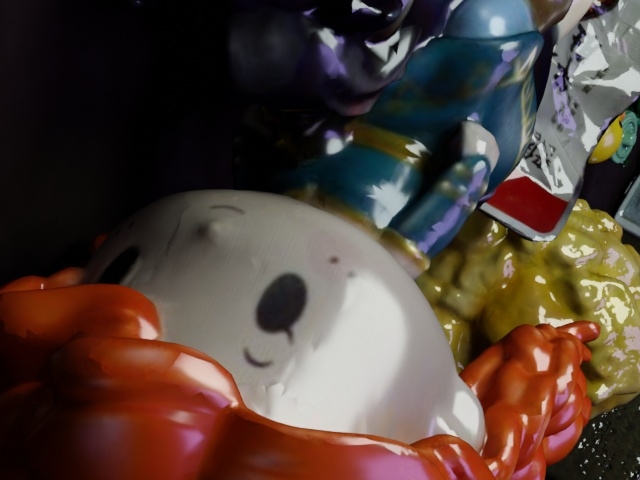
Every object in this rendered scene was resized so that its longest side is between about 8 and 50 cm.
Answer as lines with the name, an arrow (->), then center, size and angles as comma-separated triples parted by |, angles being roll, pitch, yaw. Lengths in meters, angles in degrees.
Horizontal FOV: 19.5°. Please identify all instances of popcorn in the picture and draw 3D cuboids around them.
popcorn -> 0.090, 0.035, 1.056 | 0.140, 0.194, 0.163 | 29, 45, -73

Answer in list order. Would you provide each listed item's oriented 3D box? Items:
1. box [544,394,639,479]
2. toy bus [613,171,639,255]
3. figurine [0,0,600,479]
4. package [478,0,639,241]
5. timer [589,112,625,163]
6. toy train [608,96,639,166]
box -> 0.249, 0.156, 1.577 | 0.184, 0.143, 0.273 | -60, 157, -12
toy bus -> 0.344, -0.090, 1.611 | 0.268, 0.092, 0.106 | -57, 166, -21
figurine -> 0.002, -0.011, 0.763 | 0.306, 0.241, 0.412 | 29, 76, -77
package -> 0.116, -0.124, 0.983 | 0.239, 0.154, 0.030 | -54, -178, -22
timer -> 0.109, -0.082, 1.040 | 0.107, 0.107, 0.109 | 67, 8, -62
toy train -> 0.209, -0.129, 1.287 | 0.178, 0.071, 0.105 | -46, 140, -38
